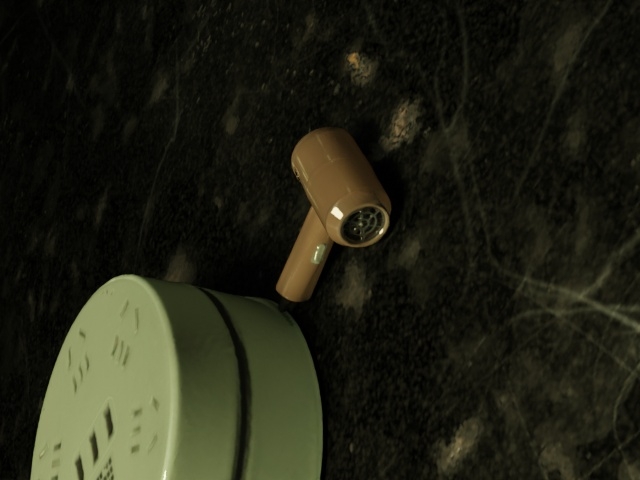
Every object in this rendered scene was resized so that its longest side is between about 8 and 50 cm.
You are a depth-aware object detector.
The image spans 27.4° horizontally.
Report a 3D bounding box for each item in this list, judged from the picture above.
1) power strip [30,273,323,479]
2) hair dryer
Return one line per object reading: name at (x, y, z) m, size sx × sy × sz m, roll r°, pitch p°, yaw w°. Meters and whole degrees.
power strip at (-0.151, 0.199, 1.260) m, size 0.357 × 0.161 × 0.357 m, roll -31°, pitch 52°, yaw 52°
hair dryer at (0.000, 0.000, 1.195) m, size 0.182 × 0.064 × 0.117 m, roll -67°, pitch 31°, yaw 32°
